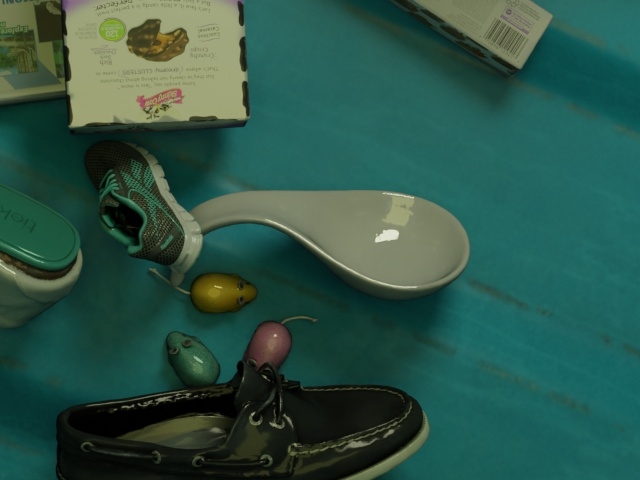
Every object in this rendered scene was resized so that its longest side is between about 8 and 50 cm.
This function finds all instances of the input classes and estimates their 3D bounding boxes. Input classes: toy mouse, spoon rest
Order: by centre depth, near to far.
[{"bbox_3d":[0.000,0.000,1.820,0.276,0.137,0.084,0,131,-3],"label":"spoon rest"},{"bbox_3d":[-0.084,0.102,1.845,0.161,0.031,0.143,4,87,-5],"label":"toy mouse"}]

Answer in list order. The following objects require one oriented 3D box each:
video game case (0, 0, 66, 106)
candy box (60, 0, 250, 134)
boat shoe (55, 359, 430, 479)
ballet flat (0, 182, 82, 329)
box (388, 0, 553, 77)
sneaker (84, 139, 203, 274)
[{"bbox_3d":[-0.250,-0.281,1.846,0.329,0.036,0.299,-8,88,-6],"label":"video game case"},{"bbox_3d":[-0.152,-0.197,1.799,0.165,0.070,0.196,-3,87,-6],"label":"candy box"},{"bbox_3d":[-0.076,0.163,1.780,0.340,0.127,0.113,-8,117,7],"label":"boat shoe"},{"bbox_3d":[-0.401,-0.049,1.778,0.400,0.139,0.139,34,85,-3],"label":"ballet flat"},{"bbox_3d":[0.065,-0.267,1.860,0.324,0.063,0.067,32,84,-3],"label":"box"},{"bbox_3d":[-0.174,-0.037,1.791,0.166,0.076,0.065,47,116,35],"label":"sneaker"}]
